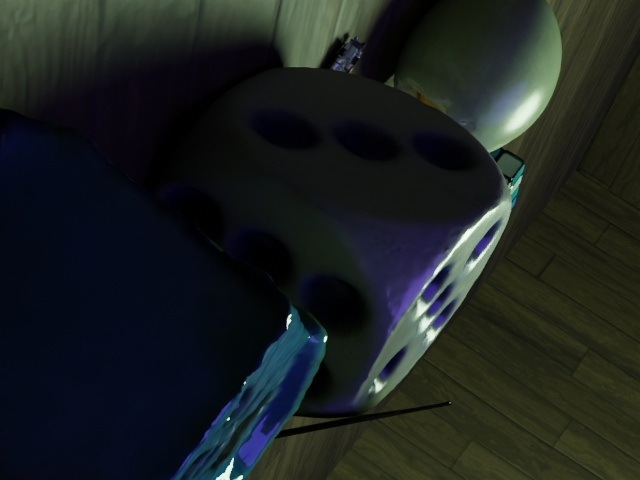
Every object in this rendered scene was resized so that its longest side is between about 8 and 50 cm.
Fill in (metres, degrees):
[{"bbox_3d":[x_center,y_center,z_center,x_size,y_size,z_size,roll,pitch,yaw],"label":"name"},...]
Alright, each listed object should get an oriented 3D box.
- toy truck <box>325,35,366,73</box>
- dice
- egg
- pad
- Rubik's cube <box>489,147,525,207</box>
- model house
[{"bbox_3d":[0.018,-0.175,1.233,0.083,0.024,0.032,-55,-172,3],"label":"toy truck"},{"bbox_3d":[0.000,0.000,1.088,0.251,0.259,0.243,-37,154,-52],"label":"dice"},{"bbox_3d":[0.196,-0.211,1.413,0.217,0.183,0.183,-43,163,-13],"label":"egg"},{"bbox_3d":[-0.090,0.187,1.094,0.367,0.007,0.247,-7,172,-19],"label":"pad"},{"bbox_3d":[0.200,-0.071,1.803,0.154,0.155,0.151,-52,165,-19],"label":"Rubik's cube"},{"bbox_3d":[-0.142,0.070,0.829,0.215,0.237,0.303,-54,168,0],"label":"model house"}]
